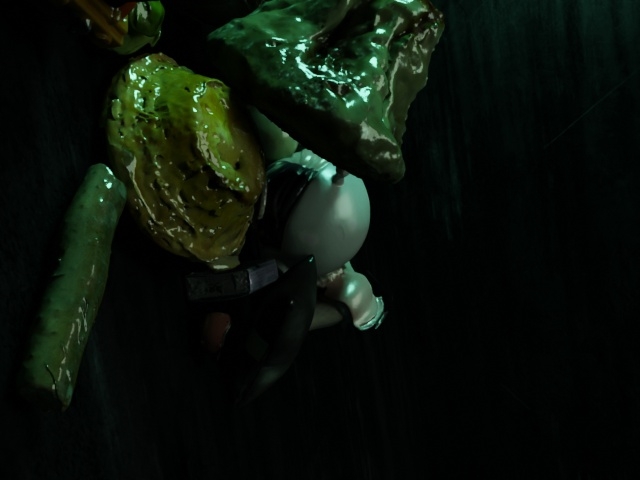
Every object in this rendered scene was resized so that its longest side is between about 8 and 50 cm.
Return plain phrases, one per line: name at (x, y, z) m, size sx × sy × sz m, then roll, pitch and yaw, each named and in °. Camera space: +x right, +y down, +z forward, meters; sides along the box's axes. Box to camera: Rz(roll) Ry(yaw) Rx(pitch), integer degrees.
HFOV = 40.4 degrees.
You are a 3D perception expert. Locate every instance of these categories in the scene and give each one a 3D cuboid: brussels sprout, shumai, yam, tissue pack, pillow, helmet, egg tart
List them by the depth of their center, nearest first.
yam at (-0.280, 0.044, 0.992) m, size 0.071 × 0.067 × 0.317 m, roll 87°, pitch 7°, yaw -52°
brussels sprout at (-0.266, -0.327, 1.183) m, size 0.139 × 0.100 × 0.181 m, roll 69°, pitch 19°, yaw -2°
egg tart at (-0.173, -0.128, 1.260) m, size 0.341 × 0.129 × 0.341 m, roll 49°, pitch 30°, yaw -41°
helmet at (-0.178, 0.151, 1.383) m, size 0.065 × 0.049 × 0.084 m, roll 14°, pitch -94°, yaw 69°
shumai at (0.037, -0.300, 1.395) m, size 0.323 × 0.397 × 0.324 m, roll -53°, pitch 150°, yaw 1°
tissue pack at (-0.143, 0.064, 1.432) m, size 0.156 × 0.112 × 0.051 m, roll -21°, pitch 103°, yaw -76°
pillow at (-0.076, 0.156, 1.525) m, size 0.250 × 0.106 × 0.186 m, roll -62°, pitch -178°, yaw 30°

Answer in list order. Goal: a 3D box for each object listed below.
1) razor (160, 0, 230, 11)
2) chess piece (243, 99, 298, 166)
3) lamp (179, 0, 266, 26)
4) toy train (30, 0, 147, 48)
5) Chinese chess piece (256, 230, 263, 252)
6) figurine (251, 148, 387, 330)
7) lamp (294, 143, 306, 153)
razor at (-0.221, -0.497, 1.250) m, size 0.107 × 0.189 × 0.327 m, roll -73°, pitch 155°, yaw -58°
chess piece at (-0.081, -0.267, 1.761) m, size 0.330 × 0.182 × 0.182 m, roll -66°, pitch 147°, yaw -54°
lamp at (-0.175, -0.467, 1.472) m, size 0.151 × 0.215 × 0.223 m, roll -42°, pitch 166°, yaw -36°
toy train at (-0.246, -0.418, 1.009) m, size 0.163 × 0.231 × 0.369 m, roll 42°, pitch 44°, yaw -68°
Chinese chess piece at (-0.086, -0.002, 1.814) m, size 0.144 × 0.058 × 0.144 m, roll -8°, pitch 90°, yaw -74°
figurine at (0.002, -0.005, 1.674) m, size 0.253 × 0.211 × 0.361 m, roll -66°, pitch 146°, yaw -53°
lamp at (-0.041, -0.124, 1.971) m, size 0.203 × 0.124 × 0.283 m, roll 49°, pitch 34°, yaw -45°
